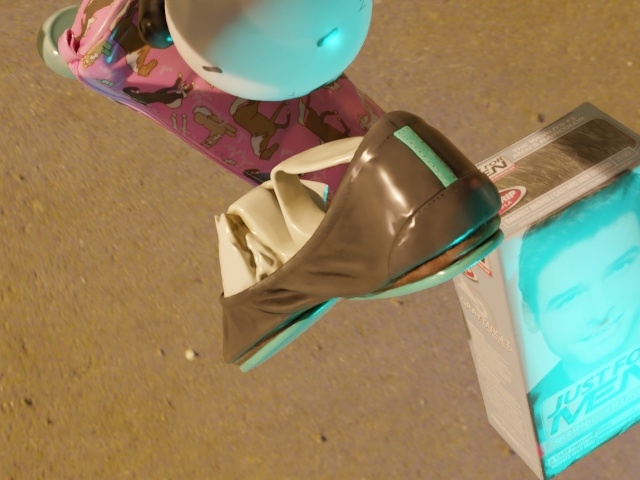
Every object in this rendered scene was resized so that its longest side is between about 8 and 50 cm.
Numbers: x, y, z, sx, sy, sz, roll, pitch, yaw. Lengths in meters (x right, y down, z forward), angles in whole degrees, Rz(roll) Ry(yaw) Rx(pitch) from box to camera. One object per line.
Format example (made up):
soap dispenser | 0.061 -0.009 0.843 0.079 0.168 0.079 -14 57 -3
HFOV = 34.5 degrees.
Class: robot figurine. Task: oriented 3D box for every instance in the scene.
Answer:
robot figurine | -0.042 -0.246 0.863 0.174 0.209 0.278 15 51 -22

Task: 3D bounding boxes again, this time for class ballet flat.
ballet flat | 0.000 0.000 0.592 0.095 0.280 0.096 -35 91 -34

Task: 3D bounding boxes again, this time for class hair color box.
hair color box | 0.252 0.066 1.065 0.185 0.113 0.374 -29 131 -11

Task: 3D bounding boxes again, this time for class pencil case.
pencil case | -0.088 -0.157 1.108 0.386 0.167 0.160 34 128 -29

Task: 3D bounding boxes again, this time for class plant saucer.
plant saucer | -0.313 -0.267 1.354 0.120 0.021 0.119 3 66 -8
